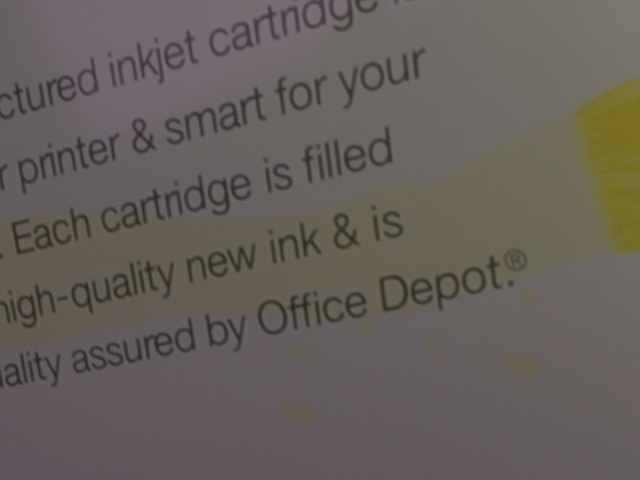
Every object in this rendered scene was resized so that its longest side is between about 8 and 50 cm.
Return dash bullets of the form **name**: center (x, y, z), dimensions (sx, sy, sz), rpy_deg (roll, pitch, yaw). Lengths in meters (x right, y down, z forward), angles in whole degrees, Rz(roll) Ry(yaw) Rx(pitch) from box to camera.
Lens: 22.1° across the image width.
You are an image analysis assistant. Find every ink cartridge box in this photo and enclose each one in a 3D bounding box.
- **ink cartridge box**: center (0.000, 0.000, 0.428), dimensions (0.279, 0.160, 0.385), rpy_deg (-12, 103, 28)
